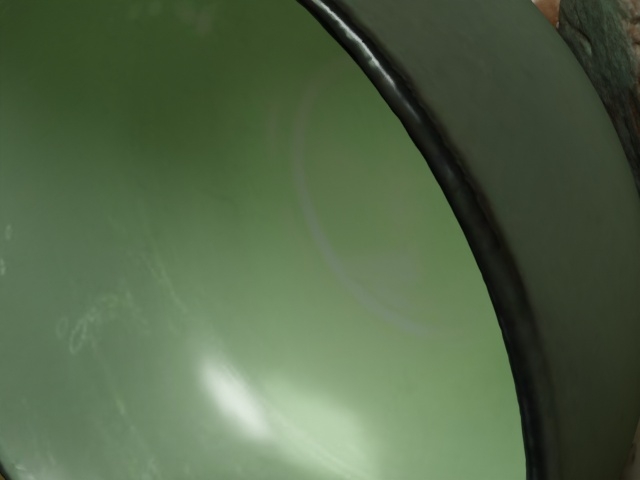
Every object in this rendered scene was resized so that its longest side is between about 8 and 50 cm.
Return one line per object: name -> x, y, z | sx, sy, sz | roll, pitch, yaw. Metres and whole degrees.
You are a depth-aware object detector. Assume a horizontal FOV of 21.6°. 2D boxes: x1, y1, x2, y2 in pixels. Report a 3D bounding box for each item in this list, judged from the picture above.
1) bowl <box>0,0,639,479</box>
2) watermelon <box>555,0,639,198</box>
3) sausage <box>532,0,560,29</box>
bowl -> 0.000, 0.000, 0.697 | 0.354, 0.354, 0.185 | -3, 21, 46
watermelon -> 0.178, -0.086, 0.683 | 0.136, 0.202, 0.207 | 40, 96, 15
sausage -> 0.023, -0.026, 0.855 | 0.304, 0.078, 0.078 | -50, 36, 5
